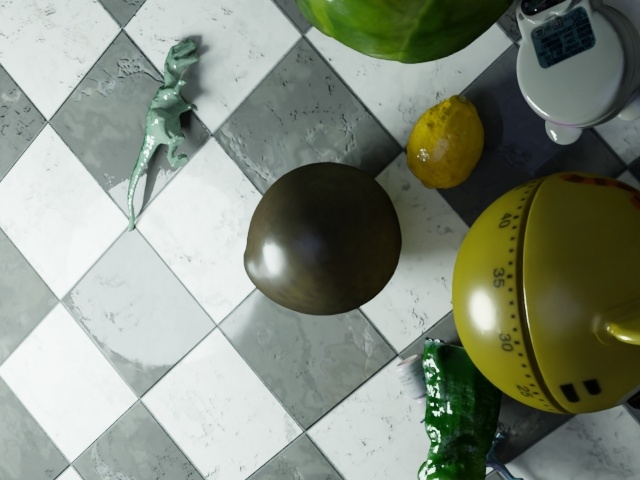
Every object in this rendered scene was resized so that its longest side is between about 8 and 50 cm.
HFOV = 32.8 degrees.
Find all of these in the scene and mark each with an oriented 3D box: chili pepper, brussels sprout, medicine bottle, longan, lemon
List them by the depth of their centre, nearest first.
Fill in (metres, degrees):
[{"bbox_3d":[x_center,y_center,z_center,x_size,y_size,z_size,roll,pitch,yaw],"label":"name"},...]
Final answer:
[{"bbox_3d":[0.134,-0.411,1.523,0.371,0.315,0.276,-28,62,-5],"label":"brussels sprout"},{"bbox_3d":[0.191,-0.149,1.663,0.114,0.114,0.155,27,109,17],"label":"lemon"},{"bbox_3d":[0.000,0.000,1.719,0.258,0.258,0.258,7,107,24],"label":"longan"},{"bbox_3d":[0.218,0.298,1.745,0.136,0.099,0.270,8,83,5],"label":"chili pepper"},{"bbox_3d":[0.165,0.239,1.816,0.052,0.052,0.089,-27,92,29],"label":"medicine bottle"}]

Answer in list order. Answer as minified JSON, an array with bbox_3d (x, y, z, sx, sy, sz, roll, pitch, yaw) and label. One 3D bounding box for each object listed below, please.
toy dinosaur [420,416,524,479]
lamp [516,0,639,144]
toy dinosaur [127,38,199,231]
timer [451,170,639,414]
[{"bbox_3d":[0.258,0.340,1.804,0.197,0.045,0.080,32,110,10],"label":"toy dinosaur"},{"bbox_3d":[0.365,-0.271,1.551,0.179,0.108,0.246,-20,88,32],"label":"lamp"},{"bbox_3d":[-0.274,-0.158,1.892,0.129,0.076,0.383,43,116,46],"label":"toy dinosaur"},{"bbox_3d":[0.387,0.074,1.496,0.387,0.376,0.376,-5,102,32],"label":"timer"}]
